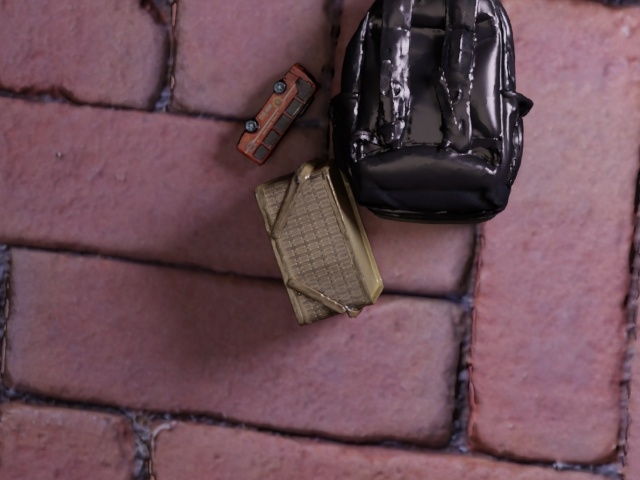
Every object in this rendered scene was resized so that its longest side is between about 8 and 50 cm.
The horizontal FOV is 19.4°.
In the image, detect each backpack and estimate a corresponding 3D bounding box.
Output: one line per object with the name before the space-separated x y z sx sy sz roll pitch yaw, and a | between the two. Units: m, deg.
backpack | 0.110 -0.145 1.874 0.206 0.133 0.258 2 91 7

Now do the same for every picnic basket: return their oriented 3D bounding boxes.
picnic basket | 0.000 0.000 1.912 0.079 0.115 0.164 -18 94 10

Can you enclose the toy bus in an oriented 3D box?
toy bus | -0.044 -0.131 1.947 0.043 0.031 0.110 37 104 2
